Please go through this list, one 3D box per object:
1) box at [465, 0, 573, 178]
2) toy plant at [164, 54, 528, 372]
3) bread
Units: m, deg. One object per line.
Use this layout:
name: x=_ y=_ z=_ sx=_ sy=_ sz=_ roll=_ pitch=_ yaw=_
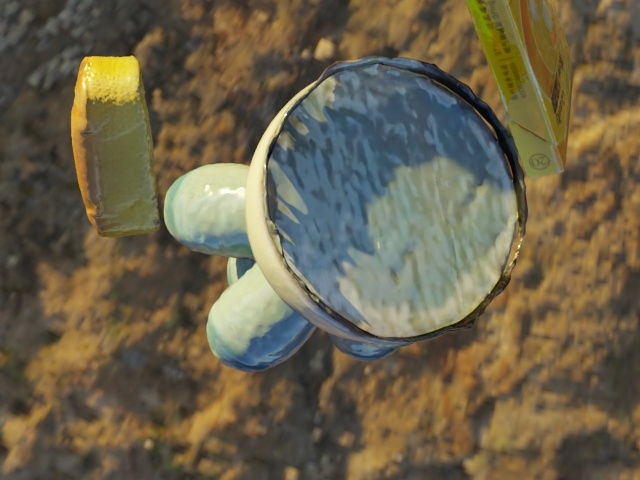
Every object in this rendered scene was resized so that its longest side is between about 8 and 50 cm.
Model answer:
box: x=0.159 y=-0.202 z=1.554 sx=0.043 sy=0.152 sz=0.269 roll=-10 pitch=128 yaw=21
toy plant: x=0.000 y=0.000 z=1.564 sx=0.247 sy=0.247 sz=0.332 roll=40 pitch=155 yaw=-10
bread: x=-0.246 y=-0.111 z=2.224 sx=0.094 sy=0.102 sz=0.245 roll=-6 pitch=130 yaw=-3
